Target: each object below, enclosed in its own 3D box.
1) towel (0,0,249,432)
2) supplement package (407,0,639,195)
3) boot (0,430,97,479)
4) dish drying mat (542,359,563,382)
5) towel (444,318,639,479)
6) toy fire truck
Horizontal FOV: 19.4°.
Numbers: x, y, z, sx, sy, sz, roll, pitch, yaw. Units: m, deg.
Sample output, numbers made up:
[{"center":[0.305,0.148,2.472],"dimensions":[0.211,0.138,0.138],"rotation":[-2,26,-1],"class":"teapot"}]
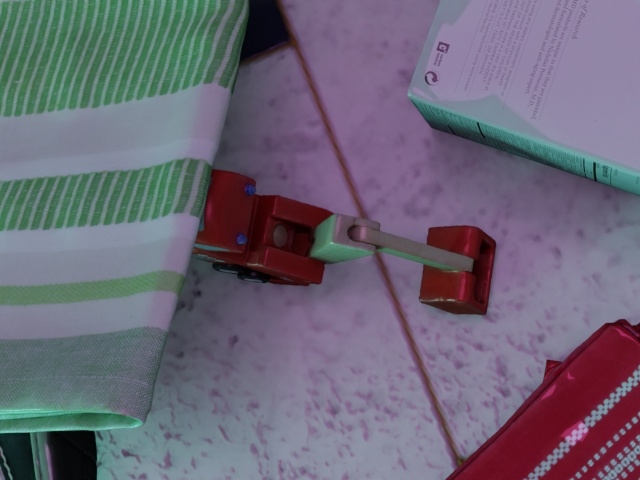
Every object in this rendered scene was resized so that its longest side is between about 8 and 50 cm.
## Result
[{"center":[-0.166,-0.043,1.047],"dimensions":[0.248,0.038,0.324],"rotation":[-4,56,28],"class":"towel"},{"center":[0.181,-0.129,1.051],"dimensions":[0.203,0.149,0.194],"rotation":[20,90,10],"class":"supplement package"},{"center":[-0.237,0.086,1.109],"dimensions":[0.179,0.085,0.236],"rotation":[-18,73,6],"class":"boot"},{"center":[0.171,0.093,1.096],"dimensions":[0.083,0.008,0.032],"rotation":[11,83,8],"class":"dish drying mat"},{"center":[0.188,0.202,1.030],"dimensions":[0.199,0.031,0.275],"rotation":[-45,73,16],"class":"towel"},{"center":[0.000,0.000,1.066],"dimensions":[0.135,0.192,0.047],"rotation":[3,79,36],"class":"toy fire truck"}]
